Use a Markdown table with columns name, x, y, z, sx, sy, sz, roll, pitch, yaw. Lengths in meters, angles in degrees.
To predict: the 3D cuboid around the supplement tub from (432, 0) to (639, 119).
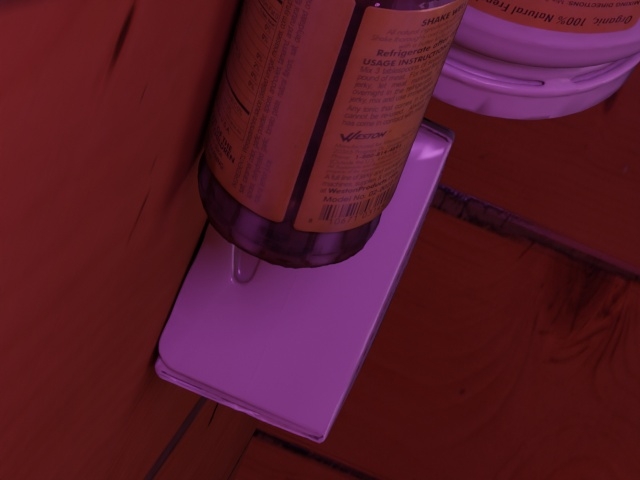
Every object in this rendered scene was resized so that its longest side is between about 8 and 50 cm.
| name | x | y | z | sx | sy | sz | roll | pitch | yaw |
| --- | --- | --- | --- | --- | --- | --- | --- | --- | --- |
| supplement tub | 0.134 | -0.237 | 0.986 | 0.316 | 0.228 | 0.228 | 110 | 4 | -51 |

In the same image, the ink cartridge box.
| name | x | y | z | sx | sy | sz | roll | pitch | yaw |
| --- | --- | --- | --- | --- | --- | --- | --- | --- | --- |
| ink cartridge box | 0.000 | 0.000 | 1.332 | 0.307 | 0.129 | 0.223 | -39 | 152 | -84 |

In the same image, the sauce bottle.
| name | x | y | z | sx | sy | sz | roll | pitch | yaw |
| --- | --- | --- | --- | --- | --- | --- | --- | --- | --- |
| sauce bottle | 0.025 | -0.136 | 0.899 | 0.111 | 0.111 | 0.344 | -64 | 177 | -47 |
